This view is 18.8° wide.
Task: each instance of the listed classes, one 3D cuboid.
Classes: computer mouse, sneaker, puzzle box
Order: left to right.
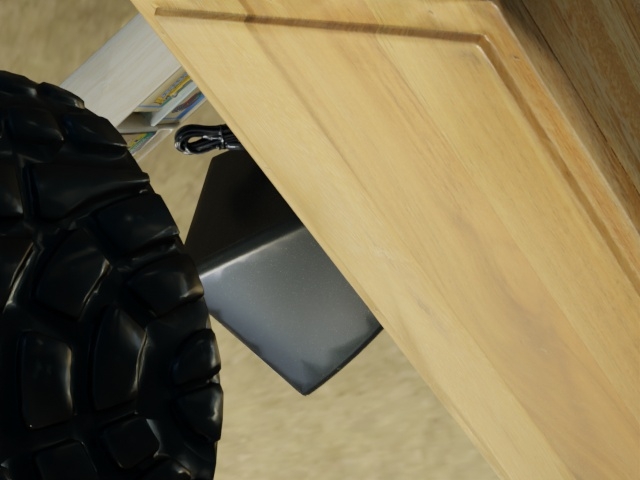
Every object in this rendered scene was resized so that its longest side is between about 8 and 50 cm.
[{"bbox_3d":[-0.091,0.104,0.461,0.107,0.124,0.283,0,77,-36],"label":"sneaker"},{"bbox_3d":[-0.091,-0.180,1.838,0.106,0.042,0.193,-5,84,10],"label":"computer mouse"},{"bbox_3d":[-0.065,-0.174,1.457,0.409,0.272,0.052,-41,88,7],"label":"puzzle box"}]

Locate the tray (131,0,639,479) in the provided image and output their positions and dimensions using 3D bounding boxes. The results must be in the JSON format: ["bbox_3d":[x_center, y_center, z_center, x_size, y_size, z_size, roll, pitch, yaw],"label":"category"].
[{"bbox_3d":[0.105,0.023,0.797,0.076,0.203,0.411,-54,128,-21],"label":"tray"}]

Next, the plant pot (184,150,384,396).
[{"bbox_3d":[0.000,0.000,1.826,0.187,0.167,0.188,43,38,-24],"label":"plant pot"}]
